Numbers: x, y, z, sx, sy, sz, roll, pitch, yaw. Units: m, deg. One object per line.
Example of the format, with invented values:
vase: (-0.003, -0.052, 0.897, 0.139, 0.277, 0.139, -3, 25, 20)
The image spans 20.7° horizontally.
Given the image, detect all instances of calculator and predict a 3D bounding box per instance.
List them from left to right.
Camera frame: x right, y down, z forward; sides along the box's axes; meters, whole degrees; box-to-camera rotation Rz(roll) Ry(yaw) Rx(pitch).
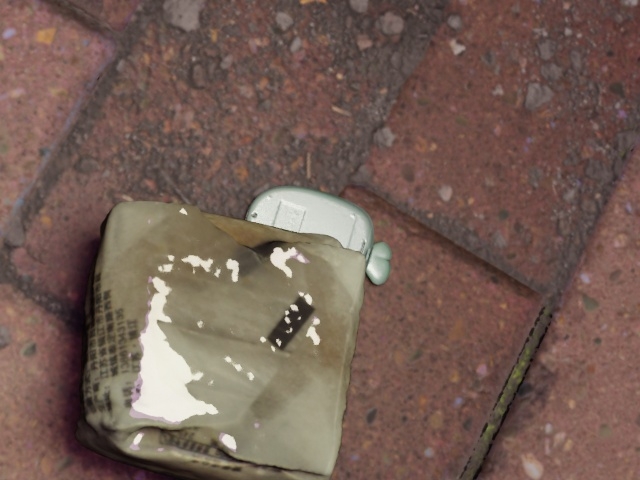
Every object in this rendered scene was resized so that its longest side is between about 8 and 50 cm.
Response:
calculator: (0.000, 0.000, 1.691, 0.153, 0.021, 0.095, 20, 76, -10)

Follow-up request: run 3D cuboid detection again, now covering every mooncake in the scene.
mooncake: (-0.097, 0.099, 1.583, 0.250, 0.136, 0.254, 13, 73, -16)
